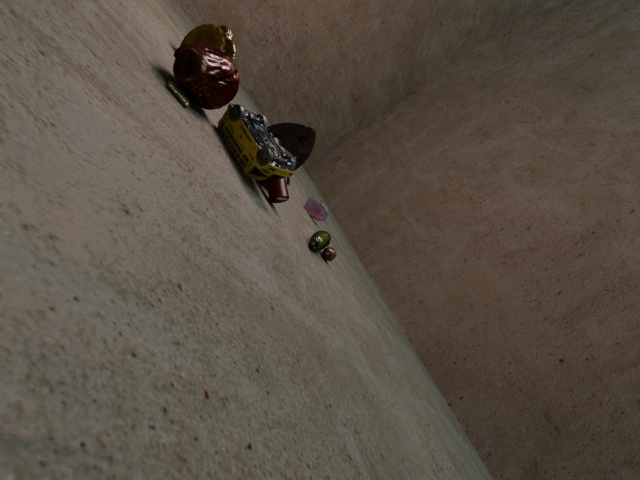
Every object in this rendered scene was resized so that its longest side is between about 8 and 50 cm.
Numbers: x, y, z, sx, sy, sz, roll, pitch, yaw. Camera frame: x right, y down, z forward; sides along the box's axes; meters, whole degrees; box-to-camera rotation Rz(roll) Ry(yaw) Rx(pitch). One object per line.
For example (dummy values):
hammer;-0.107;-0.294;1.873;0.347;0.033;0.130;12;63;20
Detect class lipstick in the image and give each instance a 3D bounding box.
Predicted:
lipstick;-0.171;-0.262;1.518;0.080;0.080;0.242;27;52;-75

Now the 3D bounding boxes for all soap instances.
soap;-0.023;-0.177;2.366;0.149;0.100;0.056;31;9;10

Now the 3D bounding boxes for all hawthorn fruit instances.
hawthorn fruit;0.035;0.059;1.831;0.067;0.066;0.103;57;9;13

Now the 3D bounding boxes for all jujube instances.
jujube;-0.372;-0.532;1.319;0.197;0.197;0.290;55;10;-3

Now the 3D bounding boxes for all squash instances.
squash;-0.001;-0.001;1.793;0.087;0.087;0.331;56;9;1

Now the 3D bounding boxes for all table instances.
table;-0.206;-0.510;2.317;0.317;0.317;0.249;52;22;-28

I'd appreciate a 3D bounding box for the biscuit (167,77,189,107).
biscuit;-0.425;-0.441;1.209;0.083;0.018;0.081;49;10;-38

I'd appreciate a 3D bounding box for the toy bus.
toy bus;-0.230;-0.329;1.427;0.144;0.152;0.330;4;47;-55

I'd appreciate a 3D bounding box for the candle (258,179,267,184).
candle;-0.258;-0.284;1.549;0.162;0.048;0.053;56;-23;-13

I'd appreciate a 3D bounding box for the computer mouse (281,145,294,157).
computer mouse;-0.270;-0.451;1.950;0.389;0.115;0.199;48;11;36

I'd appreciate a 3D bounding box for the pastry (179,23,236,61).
pastry;-0.462;-0.791;1.701;0.132;0.234;0.240;48;19;-72
